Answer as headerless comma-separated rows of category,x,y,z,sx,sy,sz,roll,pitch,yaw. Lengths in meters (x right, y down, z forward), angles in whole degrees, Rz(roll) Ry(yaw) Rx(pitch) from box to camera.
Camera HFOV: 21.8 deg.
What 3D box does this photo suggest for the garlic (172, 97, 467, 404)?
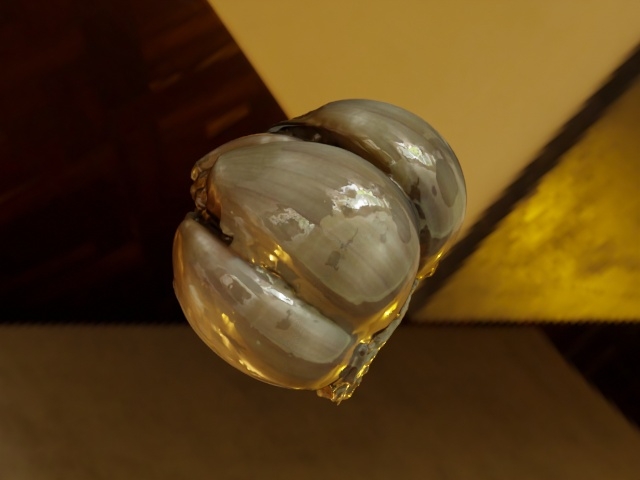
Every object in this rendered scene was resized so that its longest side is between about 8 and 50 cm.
garlic,0.000,0.000,1.148,0.214,0.191,0.160,-49,-167,9
